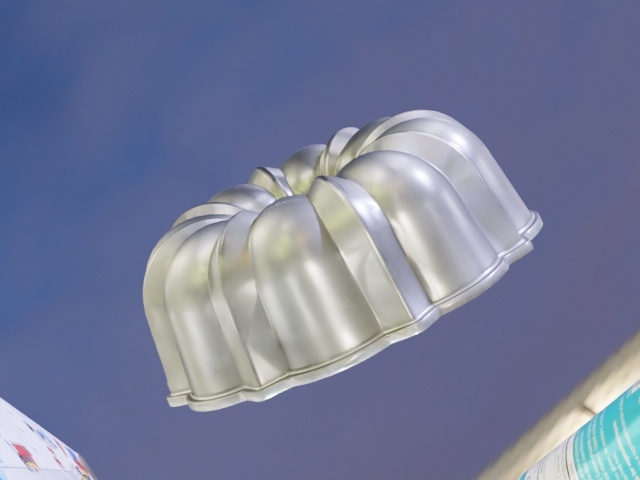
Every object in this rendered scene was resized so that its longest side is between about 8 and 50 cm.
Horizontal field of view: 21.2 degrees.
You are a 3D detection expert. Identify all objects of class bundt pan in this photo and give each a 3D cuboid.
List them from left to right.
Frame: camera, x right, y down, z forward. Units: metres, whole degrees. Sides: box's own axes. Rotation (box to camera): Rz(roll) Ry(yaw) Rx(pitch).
[{"bbox_3d":[0.000,0.000,1.344,0.331,0.331,0.124,-33,-76,-29],"label":"bundt pan"}]

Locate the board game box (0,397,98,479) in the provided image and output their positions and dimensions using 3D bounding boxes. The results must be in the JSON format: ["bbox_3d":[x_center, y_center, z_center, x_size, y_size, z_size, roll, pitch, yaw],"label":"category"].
[{"bbox_3d":[-0.200,0.160,1.068,0.053,0.193,0.305,-41,-38,-1],"label":"board game box"}]

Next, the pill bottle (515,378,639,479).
[{"bbox_3d":[0.220,0.186,1.162,0.264,0.146,0.146,-45,-28,28],"label":"pill bottle"}]
